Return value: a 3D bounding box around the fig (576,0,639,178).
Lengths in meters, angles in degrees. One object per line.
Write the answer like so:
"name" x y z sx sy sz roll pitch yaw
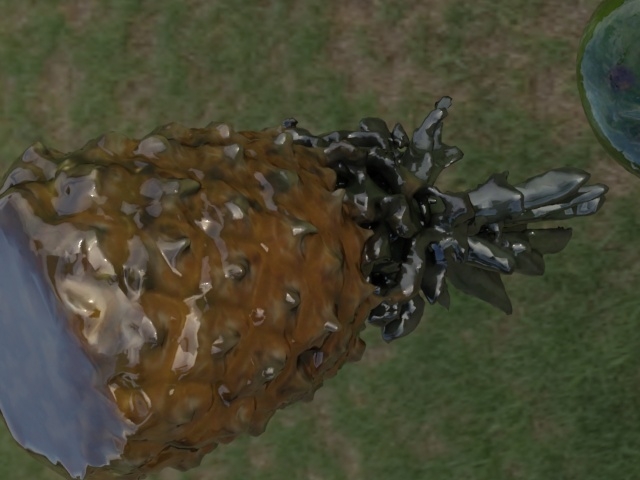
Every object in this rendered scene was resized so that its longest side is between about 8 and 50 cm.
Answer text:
"fig" 0.320 -0.162 1.073 0.203 0.235 0.203 13 125 19

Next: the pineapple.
"pineapple" 0.000 0.000 0.641 0.169 0.340 0.169 25 123 45
